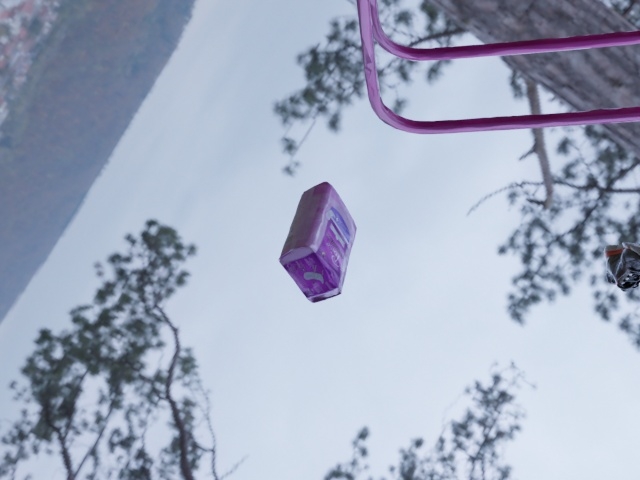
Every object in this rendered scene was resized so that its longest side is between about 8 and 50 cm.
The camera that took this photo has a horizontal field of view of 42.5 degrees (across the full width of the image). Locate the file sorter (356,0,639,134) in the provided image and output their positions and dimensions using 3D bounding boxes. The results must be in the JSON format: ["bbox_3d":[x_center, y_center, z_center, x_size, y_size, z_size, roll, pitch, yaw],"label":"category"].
[{"bbox_3d":[0.113,-0.221,0.453,0.182,0.202,0.291,77,12,-55],"label":"file sorter"}]

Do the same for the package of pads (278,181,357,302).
[{"bbox_3d":[0.000,0.000,0.609,0.032,0.050,0.083,-20,-149,28],"label":"package of pads"}]

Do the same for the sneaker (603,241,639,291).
[{"bbox_3d":[0.421,0.038,1.097,0.158,0.061,0.065,41,57,-84],"label":"sneaker"}]
